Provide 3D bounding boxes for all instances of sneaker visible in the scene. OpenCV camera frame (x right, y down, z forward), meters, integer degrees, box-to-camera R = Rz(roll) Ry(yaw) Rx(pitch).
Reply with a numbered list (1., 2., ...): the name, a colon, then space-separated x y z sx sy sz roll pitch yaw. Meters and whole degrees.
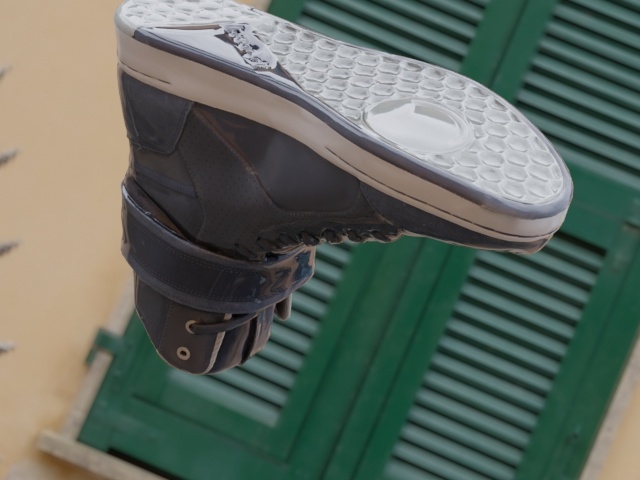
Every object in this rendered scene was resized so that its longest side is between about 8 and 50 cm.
1. sneaker: 0.001 -0.001 0.672 0.226 0.163 0.086 26 34 32
